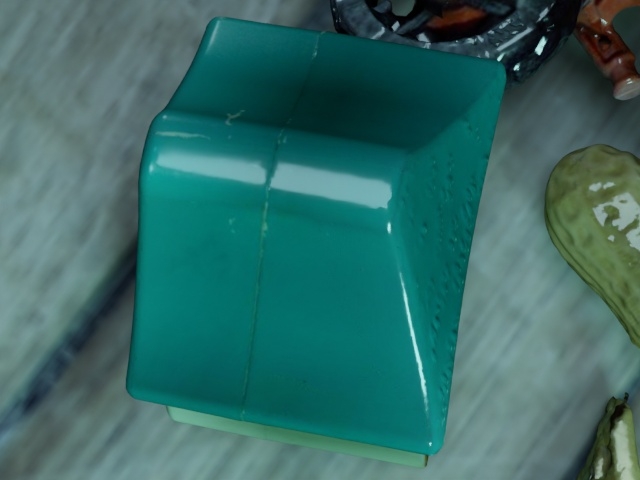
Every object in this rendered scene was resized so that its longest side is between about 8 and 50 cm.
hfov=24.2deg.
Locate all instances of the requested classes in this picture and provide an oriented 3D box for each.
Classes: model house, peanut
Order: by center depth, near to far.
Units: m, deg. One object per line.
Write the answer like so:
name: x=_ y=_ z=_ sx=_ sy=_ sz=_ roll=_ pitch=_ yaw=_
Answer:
model house: x=0.000 y=0.000 z=0.476 sx=0.100 sy=0.149 sz=0.127 roll=9 pitch=76 yaw=6
peanut: x=0.124 y=0.012 z=0.523 sx=0.054 sy=0.054 sz=0.113 roll=-40 pitch=81 yaw=-10

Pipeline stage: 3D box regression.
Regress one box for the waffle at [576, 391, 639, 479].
waffle: x=0.073 y=0.132 z=0.503 sx=0.097 sy=0.023 sz=0.153 roll=-6 pitch=76 yaw=-2

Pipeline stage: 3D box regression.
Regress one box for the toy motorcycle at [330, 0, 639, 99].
toy motorcycle: x=0.102 y=-0.183 z=0.545 sx=0.171 sy=0.089 sz=0.298 roll=8 pitch=68 yaw=20
